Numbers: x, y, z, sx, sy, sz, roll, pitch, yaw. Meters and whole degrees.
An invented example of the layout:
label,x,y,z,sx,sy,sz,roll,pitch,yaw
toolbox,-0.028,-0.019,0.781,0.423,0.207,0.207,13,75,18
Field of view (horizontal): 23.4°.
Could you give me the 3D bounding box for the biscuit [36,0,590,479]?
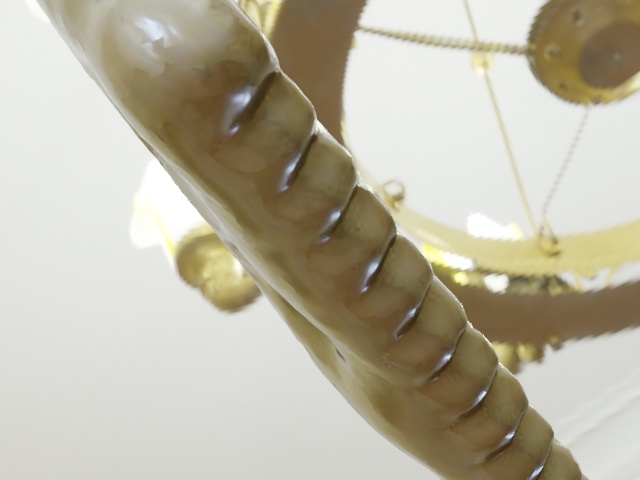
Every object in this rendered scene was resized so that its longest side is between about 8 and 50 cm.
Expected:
label,x,y,z,sx,sy,sz,roll,pitch,yaw
biscuit,0.000,0.000,0.483,0.044,0.217,0.325,-38,-48,2
